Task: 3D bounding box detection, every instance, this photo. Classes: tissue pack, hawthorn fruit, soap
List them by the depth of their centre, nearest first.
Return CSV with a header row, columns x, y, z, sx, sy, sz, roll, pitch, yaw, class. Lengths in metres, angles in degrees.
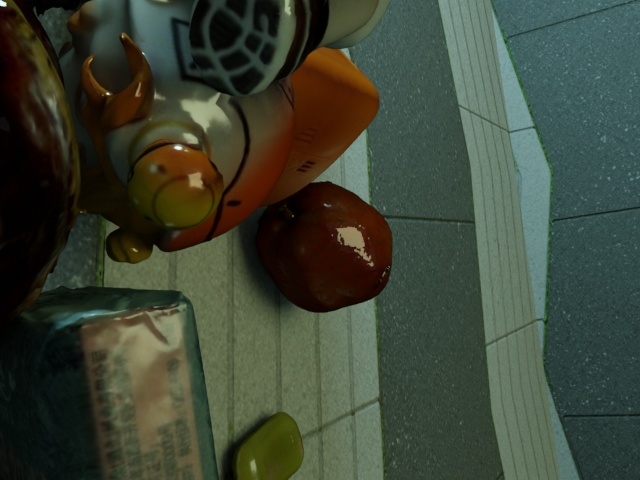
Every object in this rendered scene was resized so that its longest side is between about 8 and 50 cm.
x,y,z,sx,sy,sz,roll,pitch,yaw,class
-0.158,0.193,0.481,0.103,0.228,0.316,-12,97,-41,tissue pack
-0.067,0.280,0.866,0.140,0.045,0.089,-27,108,-61,soap
0.000,0.000,0.935,0.202,0.185,0.185,41,48,-45,hawthorn fruit

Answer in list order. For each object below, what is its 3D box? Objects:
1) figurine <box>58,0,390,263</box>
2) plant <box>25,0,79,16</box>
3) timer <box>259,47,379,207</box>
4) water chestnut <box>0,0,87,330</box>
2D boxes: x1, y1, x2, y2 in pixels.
x,y,z,sx,sy,sz,roll,pitch,yaw,class
-0.097,-0.122,0.517,0.196,0.323,0.320,17,48,-32,figurine
-0.260,-0.247,0.530,0.234,0.204,0.178,-58,174,14,plant
-0.091,-0.136,0.771,0.161,0.250,0.257,50,22,21,timer
-0.269,-0.035,0.346,0.300,0.300,0.300,25,61,-56,water chestnut
